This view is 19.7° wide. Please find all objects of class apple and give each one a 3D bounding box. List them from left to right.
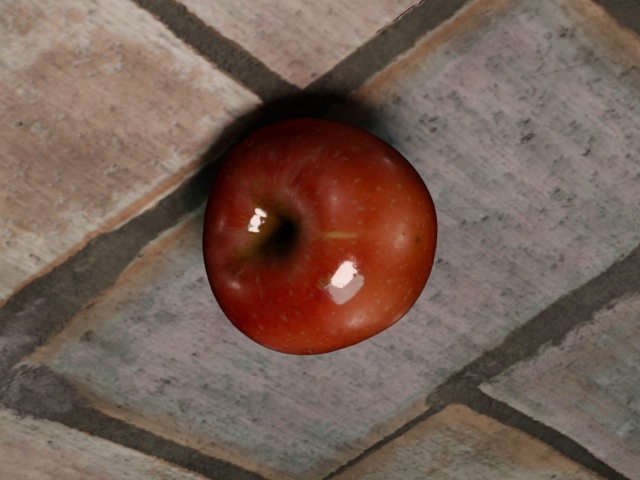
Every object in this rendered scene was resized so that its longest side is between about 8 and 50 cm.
[{"bbox_3d":[0.000,0.000,1.997,0.260,0.260,0.216,-39,152,24],"label":"apple"}]
